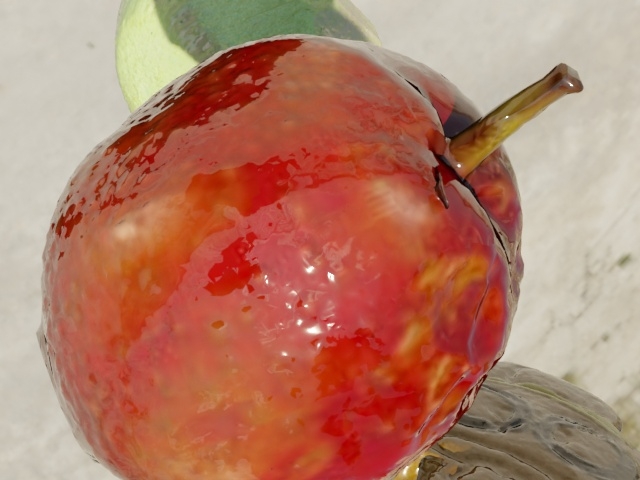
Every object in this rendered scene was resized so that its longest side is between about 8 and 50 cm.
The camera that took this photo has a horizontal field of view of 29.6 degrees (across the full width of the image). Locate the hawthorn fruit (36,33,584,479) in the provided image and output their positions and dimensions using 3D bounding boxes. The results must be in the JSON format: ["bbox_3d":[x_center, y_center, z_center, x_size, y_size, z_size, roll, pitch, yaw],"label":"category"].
[{"bbox_3d":[0.000,0.000,0.534,0.266,0.210,0.230,-43,177,35],"label":"hawthorn fruit"}]

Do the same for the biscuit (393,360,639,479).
[{"bbox_3d":[0.143,0.151,0.901,0.290,0.208,0.041,-31,140,-65],"label":"biscuit"}]

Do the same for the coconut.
[{"bbox_3d":[-0.080,-0.219,1.448,0.328,0.328,0.281,-17,136,-39],"label":"coconut"}]
